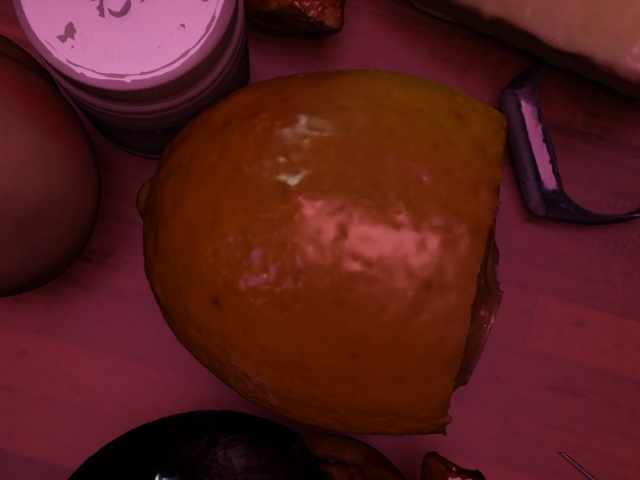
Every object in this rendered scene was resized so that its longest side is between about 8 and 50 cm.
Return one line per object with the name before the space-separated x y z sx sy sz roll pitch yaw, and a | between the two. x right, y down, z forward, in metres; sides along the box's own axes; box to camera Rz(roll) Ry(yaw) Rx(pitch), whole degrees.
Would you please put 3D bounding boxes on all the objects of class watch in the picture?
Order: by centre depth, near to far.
watch | 0.297 -0.119 1.167 0.193 0.068 0.206 -15 88 -7

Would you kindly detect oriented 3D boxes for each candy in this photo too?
candy | 0.301 0.263 1.147 0.123 0.035 0.035 42 53 11

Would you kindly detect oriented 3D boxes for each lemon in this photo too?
lemon | 0.000 0.000 1.009 0.364 0.364 0.364 0 84 -2

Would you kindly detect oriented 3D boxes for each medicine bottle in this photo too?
medicine bottle | -0.164 -0.195 1.024 0.190 0.332 0.190 0 84 -2

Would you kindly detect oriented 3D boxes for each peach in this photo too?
peach | -0.340 -0.074 1.037 0.292 0.292 0.247 33 75 2

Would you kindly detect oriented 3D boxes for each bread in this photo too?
bread | -0.018 -0.304 1.138 0.103 0.132 0.172 19 83 -44

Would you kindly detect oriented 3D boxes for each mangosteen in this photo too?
mangosteen | -0.056 0.324 0.980 0.435 0.382 0.382 -18 84 -35

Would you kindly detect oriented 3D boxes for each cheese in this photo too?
cheese | 0.277 -0.352 1.097 0.384 0.104 0.384 -3 80 19
